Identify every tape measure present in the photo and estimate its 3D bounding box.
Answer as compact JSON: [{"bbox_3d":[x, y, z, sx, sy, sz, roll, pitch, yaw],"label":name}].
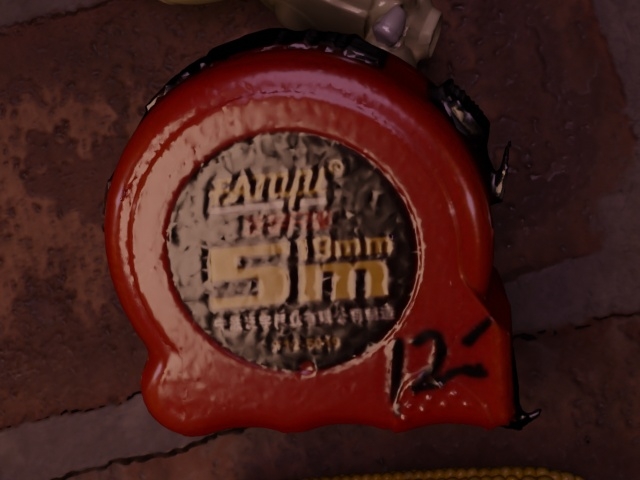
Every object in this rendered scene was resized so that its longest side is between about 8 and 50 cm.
[{"bbox_3d":[-0.001,0.000,0.602,0.253,0.114,0.261,-4,107,8],"label":"tape measure"}]

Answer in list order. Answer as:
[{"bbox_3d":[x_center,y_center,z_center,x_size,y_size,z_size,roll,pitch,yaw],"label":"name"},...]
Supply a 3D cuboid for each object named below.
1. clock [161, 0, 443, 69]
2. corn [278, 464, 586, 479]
[{"bbox_3d":[0.044,-0.259,0.667,0.379,0.120,0.276,-40,76,0],"label":"clock"},{"bbox_3d":[0.052,0.185,0.617,0.248,0.081,0.081,-5,81,7],"label":"corn"}]
